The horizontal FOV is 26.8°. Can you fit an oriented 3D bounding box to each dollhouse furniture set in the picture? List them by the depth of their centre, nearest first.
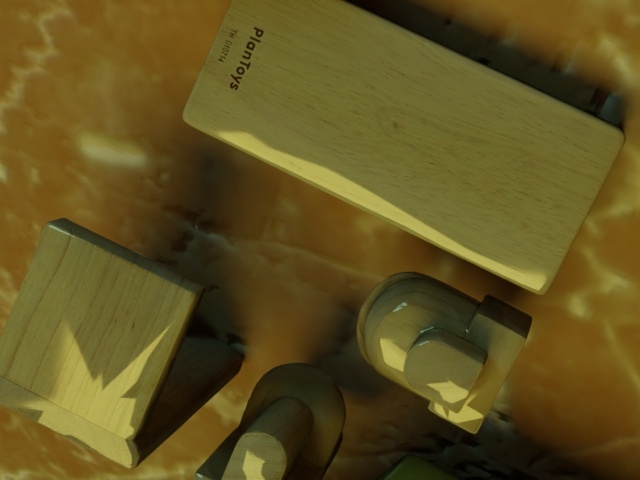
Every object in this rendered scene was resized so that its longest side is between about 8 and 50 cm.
[{"bbox_3d":[0.000,0.000,0.440,0.144,0.123,0.151,26,102,7],"label":"dollhouse furniture set"}]

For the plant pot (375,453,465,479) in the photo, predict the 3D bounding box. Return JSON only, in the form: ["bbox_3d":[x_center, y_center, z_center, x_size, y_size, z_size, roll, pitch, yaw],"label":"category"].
[{"bbox_3d":[0.082,0.225,0.456,0.293,0.275,0.275,48,137,8],"label":"plant pot"}]
